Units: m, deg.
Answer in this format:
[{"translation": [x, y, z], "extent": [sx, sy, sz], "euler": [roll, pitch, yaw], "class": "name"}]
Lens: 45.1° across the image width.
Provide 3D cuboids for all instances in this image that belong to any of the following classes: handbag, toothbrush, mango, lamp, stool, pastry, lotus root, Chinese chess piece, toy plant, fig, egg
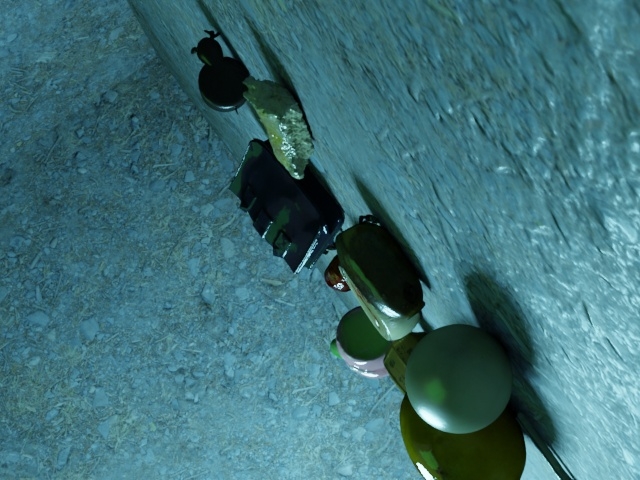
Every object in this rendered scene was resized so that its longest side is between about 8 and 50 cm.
[{"translation": [-0.096, -0.090, 2.045], "extent": [0.326, 0.118, 0.269], "euler": [54, 135, 20], "class": "handbag"}, {"translation": [0.481, 0.465, 1.543], "extent": [0.294, 0.026, 0.028], "euler": [53, 156, 9], "class": "toothbrush"}, {"translation": [0.312, 0.417, 1.685], "extent": [0.300, 0.232, 0.445], "euler": [49, -175, 16], "class": "mango"}, {"translation": [0.260, 0.335, 1.985], "extent": [0.185, 0.161, 0.161], "euler": [50, 174, 35], "class": "lamp"}, {"translation": [-0.246, -0.403, 1.880], "extent": [0.217, 0.125, 0.121], "euler": [64, 175, -6], "class": "stool"}, {"translation": [-0.074, -0.232, 1.609], "extent": [0.121, 0.089, 0.258], "euler": [56, 178, 31], "class": "pastry"}, {"translation": [0.124, 0.064, 1.600], "extent": [0.241, 0.123, 0.124], "euler": [56, -176, -1], "class": "lotus root"}, {"translation": [0.148, 0.131, 1.931], "extent": [0.250, 0.103, 0.250], "euler": [55, 174, 8], "class": "Chinese chess piece"}, {"translation": [0.147, 0.309, 2.344], "extent": [0.317, 0.211, 0.356], "euler": [9, 171, 17], "class": "toy plant"}, {"translation": [0.077, 0.100, 2.269], "extent": [0.150, 0.128, 0.128], "euler": [51, 178, -39], "class": "fig"}, {"translation": [0.240, 0.239, 1.340], "extent": [0.186, 0.186, 0.242], "euler": [52, 173, 20], "class": "egg"}]

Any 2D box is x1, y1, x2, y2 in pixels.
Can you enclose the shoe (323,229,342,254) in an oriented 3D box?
[{"translation": [0.000, -0.001, 2.261], "extent": [0.099, 0.125, 0.227], "euler": [50, 172, 15], "class": "shoe"}]
